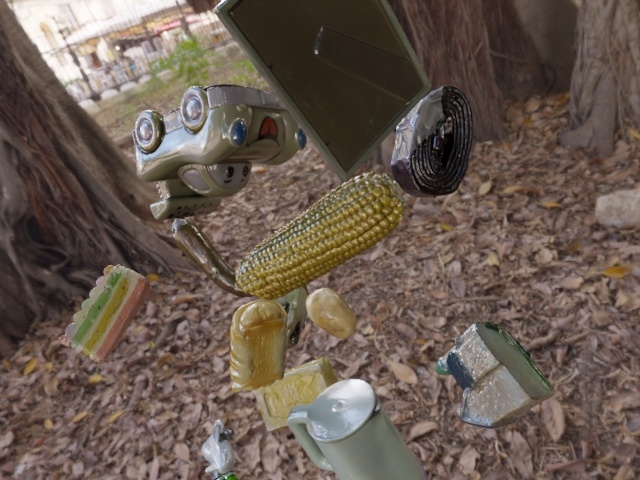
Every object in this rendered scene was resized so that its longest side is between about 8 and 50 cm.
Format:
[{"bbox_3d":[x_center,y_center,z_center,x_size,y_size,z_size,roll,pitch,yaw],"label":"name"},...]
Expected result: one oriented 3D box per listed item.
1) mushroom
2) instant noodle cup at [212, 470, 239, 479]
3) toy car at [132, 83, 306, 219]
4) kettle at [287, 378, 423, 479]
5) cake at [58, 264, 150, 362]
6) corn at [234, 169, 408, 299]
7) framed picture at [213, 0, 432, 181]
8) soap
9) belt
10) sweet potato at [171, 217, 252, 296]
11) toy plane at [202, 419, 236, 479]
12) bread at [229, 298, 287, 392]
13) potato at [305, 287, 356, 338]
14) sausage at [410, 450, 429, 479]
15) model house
[{"bbox_3d":[-0.163,0.339,2.125,0.212,0.217,0.291,-1,67,6],"label":"mushroom"},{"bbox_3d":[-0.255,0.807,1.360,0.207,0.207,0.232,-30,62,-20],"label":"instant noodle cup"},{"bbox_3d":[-0.217,-0.179,1.010,0.336,0.226,0.242,-8,2,37],"label":"toy car"},{"bbox_3d":[0.098,0.543,1.274,0.205,0.317,0.265,-41,26,-24],"label":"kettle"},{"bbox_3d":[-0.486,0.156,1.094,0.110,0.090,0.225,25,45,-5],"label":"cake"},{"bbox_3d":[0.000,0.000,0.966,0.387,0.144,0.144,-35,23,18],"label":"corn"},{"bbox_3d":[0.027,-0.283,0.725,0.240,0.324,0.020,-49,34,-10],"label":"framed picture"},{"bbox_3d":[-0.082,0.567,1.748,0.315,0.199,0.091,-25,-10,25],"label":"soap"},{"bbox_3d":[0.293,-0.258,1.273,0.184,0.288,0.164,10,3,-11],"label":"belt"},{"bbox_3d":[-0.272,0.051,1.181,0.075,0.273,0.075,-44,-5,-4],"label":"sweet potato"},{"bbox_3d":[-0.416,0.870,1.943,0.123,0.266,0.267,1,22,-18],"label":"toy plane"},{"bbox_3d":[-0.181,0.301,1.396,0.173,0.311,0.121,-7,33,-23],"label":"bread"},{"bbox_3d":[0.035,0.224,1.455,0.118,0.178,0.109,-45,0,11],"label":"potato"},{"bbox_3d":[0.263,0.854,1.557,0.233,0.233,0.287,-19,11,0],"label":"sausage"},{"bbox_3d":[0.550,0.466,1.596,0.284,0.243,0.298,-49,51,24],"label":"model house"}]
